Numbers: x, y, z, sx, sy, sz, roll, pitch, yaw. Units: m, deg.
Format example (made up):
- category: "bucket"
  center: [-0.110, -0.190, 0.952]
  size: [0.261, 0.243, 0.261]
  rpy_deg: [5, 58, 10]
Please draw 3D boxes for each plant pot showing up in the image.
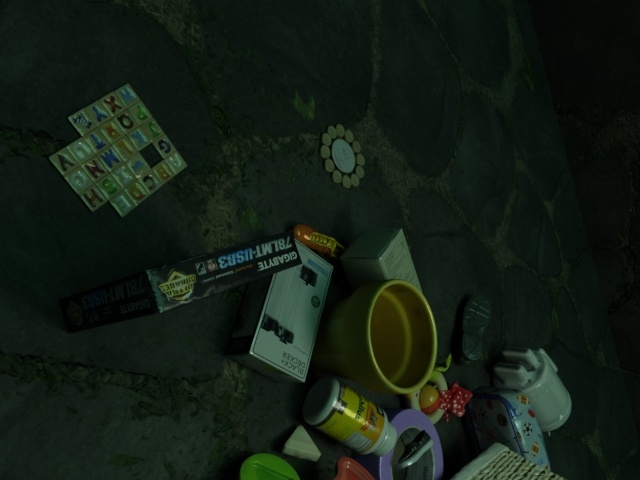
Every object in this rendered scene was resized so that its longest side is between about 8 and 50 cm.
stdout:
- category: "plant pot"
  center: [0.103, 0.228, 1.298]
  size: [0.254, 0.239, 0.253]
  rpy_deg: [15, 68, -43]

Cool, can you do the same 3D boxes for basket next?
- category: "basket"
  center: [0.479, 0.775, 1.454]
  size: [0.331, 0.266, 0.328]
  rpy_deg: [-13, 112, -45]

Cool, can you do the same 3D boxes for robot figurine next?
- category: "robot figurine"
  center: [0.732, 0.519, 1.923]
  size: [0.300, 0.200, 0.353]
  rpy_deg: [-50, 116, -26]

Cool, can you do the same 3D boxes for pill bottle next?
- category: "pill bottle"
  center: [0.071, 0.411, 1.280]
  size: [0.215, 0.117, 0.117]
  rpy_deg: [38, 53, -20]

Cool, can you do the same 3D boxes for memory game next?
- category: "memory game"
  center: [0.062, -0.234, 1.556]
  size: [0.186, 0.012, 0.186]
  rpy_deg: [15, 68, -44]

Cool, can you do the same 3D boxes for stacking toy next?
- category: "stacking toy"
  center: [-0.034, 0.549, 1.123]
  size: [0.280, 0.130, 0.309]
  rpy_deg: [36, 23, 22]

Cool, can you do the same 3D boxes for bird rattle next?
- category: "bird rattle"
  center: [0.313, 0.435, 1.592]
  size: [0.207, 0.143, 0.253]
  rpy_deg: [-38, 121, -34]

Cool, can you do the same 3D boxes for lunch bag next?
- category: "lunch bag"
  center: [0.545, 0.598, 1.682]
  size: [0.115, 0.243, 0.303]
  rpy_deg: [-12, 87, -32]

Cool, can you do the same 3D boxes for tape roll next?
- category: "tape roll"
  center: [0.203, 0.572, 1.424]
  size: [0.275, 0.090, 0.274]
  rpy_deg: [17, 66, -43]

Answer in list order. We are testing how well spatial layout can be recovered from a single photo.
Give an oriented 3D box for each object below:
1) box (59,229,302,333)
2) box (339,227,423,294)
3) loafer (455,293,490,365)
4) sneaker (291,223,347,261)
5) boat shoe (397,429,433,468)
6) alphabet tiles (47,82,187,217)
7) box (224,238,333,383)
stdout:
- category: "box"
  center: [-0.233, 0.071, 0.942]
  size: [0.293, 0.296, 0.073]
  rpy_deg: [-18, 91, -49]
- category: "box"
  center: [0.176, 0.134, 1.450]
  size: [0.148, 0.121, 0.311]
  rpy_deg: [-46, 124, -44]
- category: "loafer"
  center: [0.490, 0.292, 1.835]
  size: [0.096, 0.084, 0.267]
  rpy_deg: [30, 48, -1]
- category: "sneaker"
  center: [0.000, 0.000, 1.383]
  size: [0.175, 0.067, 0.064]
  rpy_deg: [27, 62, -38]
- category: "boat shoe"
  center: [0.228, 0.514, 1.371]
  size: [0.142, 0.049, 0.040]
  rpy_deg: [-15, 71, -50]
- category: "alphabet tiles"
  center: [-0.386, -0.165, 1.058]
  size: [0.198, 0.009, 0.237]
  rpy_deg: [57, 45, -20]
- category: "box"
  center: [-0.083, 0.152, 1.235]
  size: [0.169, 0.087, 0.289]
  rpy_deg: [38, 54, -33]
